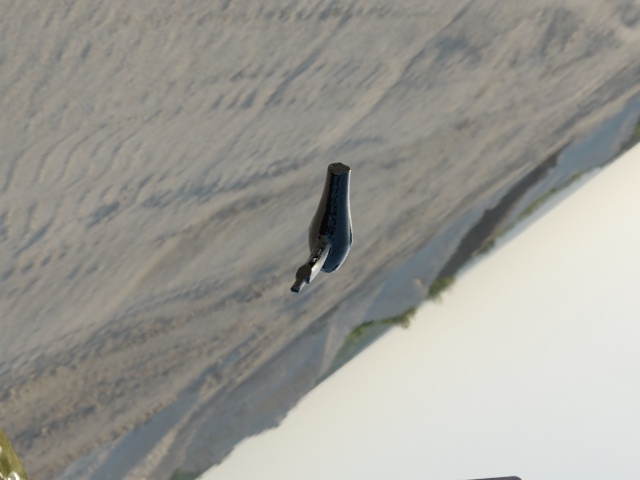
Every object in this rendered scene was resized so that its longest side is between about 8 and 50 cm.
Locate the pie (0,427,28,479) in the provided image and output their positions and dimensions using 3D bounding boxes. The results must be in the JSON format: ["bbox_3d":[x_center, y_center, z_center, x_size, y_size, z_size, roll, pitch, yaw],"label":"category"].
[{"bbox_3d":[-0.209,0.101,0.425,0.070,0.323,0.323,-28,172,-8],"label":"pie"}]

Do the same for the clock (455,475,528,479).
[{"bbox_3d":[0.184,0.369,1.033,0.144,0.193,0.073,-17,145,38],"label":"clock"}]

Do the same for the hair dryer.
[{"bbox_3d":[0.000,0.000,0.593,0.083,0.031,0.079,-61,161,-53],"label":"hair dryer"}]
